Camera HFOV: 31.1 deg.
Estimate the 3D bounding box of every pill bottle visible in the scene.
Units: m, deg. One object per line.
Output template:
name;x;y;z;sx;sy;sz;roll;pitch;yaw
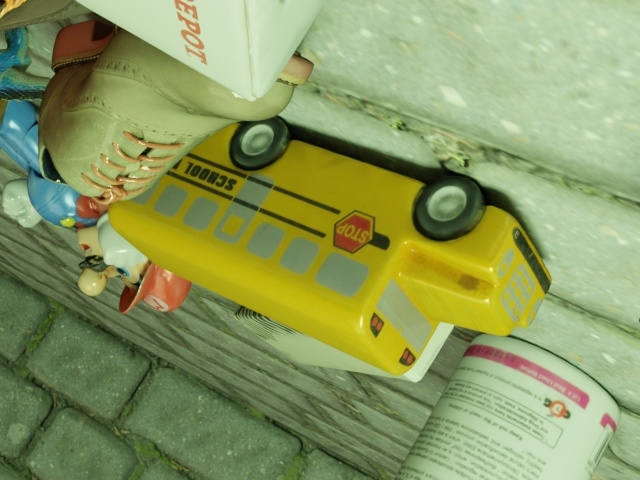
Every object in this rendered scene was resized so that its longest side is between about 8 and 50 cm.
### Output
pill bottle;0.148;0.244;1.078;0.160;0.283;0.160;30;165;9

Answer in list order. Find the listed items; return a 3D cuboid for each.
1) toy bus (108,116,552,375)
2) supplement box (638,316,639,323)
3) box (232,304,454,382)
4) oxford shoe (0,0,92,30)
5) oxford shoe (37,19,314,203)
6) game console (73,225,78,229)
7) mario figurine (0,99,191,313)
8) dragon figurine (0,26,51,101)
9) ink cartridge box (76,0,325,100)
toy bus;0.000;0.000;0.877;0.332;0.130;0.108;22;163;35
supplement box;0.241;0.018;0.538;0.104;0.081;0.188;31;166;2
box;0.022;0.054;1.055;0.094;0.113;0.275;37;163;-16
oxford shoe;-0.193;-0.145;0.642;0.098;0.097;0.271;35;-153;25
oxford shoe;-0.112;-0.082;0.794;0.123;0.130;0.348;19;175;-25
game console;-0.286;-0.026;1.513;0.122;0.107;0.071;31;137;0
mario figurine;-0.282;-0.025;1.282;0.320;0.170;0.198;43;-162;-12
dragon figurine;-0.338;-0.149;1.050;0.289;0.144;0.085;35;166;-14
ink cartridge box;-0.113;-0.199;0.477;0.272;0.114;0.197;31;165;8
